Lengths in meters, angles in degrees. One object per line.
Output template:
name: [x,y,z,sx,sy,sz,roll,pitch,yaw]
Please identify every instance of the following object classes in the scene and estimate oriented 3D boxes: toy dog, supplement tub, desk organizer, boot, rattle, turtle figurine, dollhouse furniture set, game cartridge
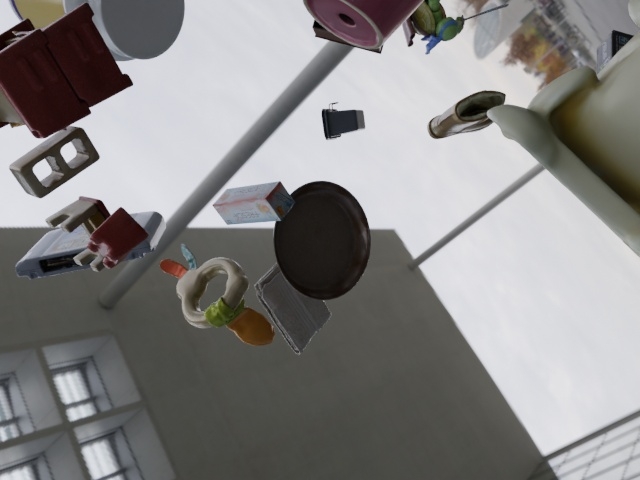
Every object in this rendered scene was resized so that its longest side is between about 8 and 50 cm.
toy dog: [0.459,-0.177,0.638,0.284,0.408,0.395,51,-157,18]
supplement tub: [-0.475,-0.517,1.218,0.331,0.241,0.241,23,-165,30]
desk organizer: [0.054,-0.386,1.053,0.130,0.047,0.050,17,-176,7]
boot: [0.412,-0.334,1.487,0.089,0.236,0.269,65,175,-3]
rattle: [-0.178,0.092,1.010,0.200,0.130,0.143,15,177,45]
turtle figurine: [0.274,-0.579,1.346,0.198,0.274,0.266,9,-150,-49]
dollhouse furniture set: [-0.350,-0.128,0.851,0.152,0.201,0.374,-47,-48,-31]
game cartridge: [-0.517,0.004,1.326,0.198,0.297,0.062,-100,-1,-63]

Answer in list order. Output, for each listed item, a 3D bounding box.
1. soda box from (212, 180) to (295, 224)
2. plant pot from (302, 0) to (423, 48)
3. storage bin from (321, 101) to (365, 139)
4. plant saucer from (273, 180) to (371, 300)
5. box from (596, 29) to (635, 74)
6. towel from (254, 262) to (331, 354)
soda box: [-0.142,-0.077,1.210,0.058,0.183,0.063,-54,-55,-32]
plant pot: [0.074,-0.375,0.785,0.201,0.180,0.201,30,178,1]
storage bin: [0.066,-0.329,1.570,0.135,0.091,0.098,-36,-61,-71]
plant saucer: [0.000,0.000,1.508,0.311,0.050,0.310,1,-91,-35]
box: [0.684,-0.290,1.187,0.216,0.060,0.270,15,-114,-3]
towel: [-0.079,0.194,1.805,0.187,0.049,0.282,-46,-62,-32]
